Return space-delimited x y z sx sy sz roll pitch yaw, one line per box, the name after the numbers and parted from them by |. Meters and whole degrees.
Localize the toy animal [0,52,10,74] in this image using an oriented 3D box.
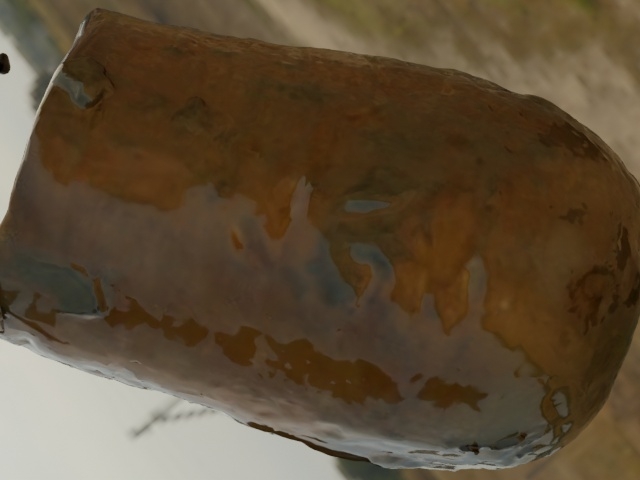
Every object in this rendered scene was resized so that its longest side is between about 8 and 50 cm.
-0.318 -0.078 1.157 0.243 0.259 0.087 -38 -50 -75 | toy animal

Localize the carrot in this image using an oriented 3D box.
0.000 0.000 1.083 0.340 0.224 0.224 17 -179 -5 | carrot
